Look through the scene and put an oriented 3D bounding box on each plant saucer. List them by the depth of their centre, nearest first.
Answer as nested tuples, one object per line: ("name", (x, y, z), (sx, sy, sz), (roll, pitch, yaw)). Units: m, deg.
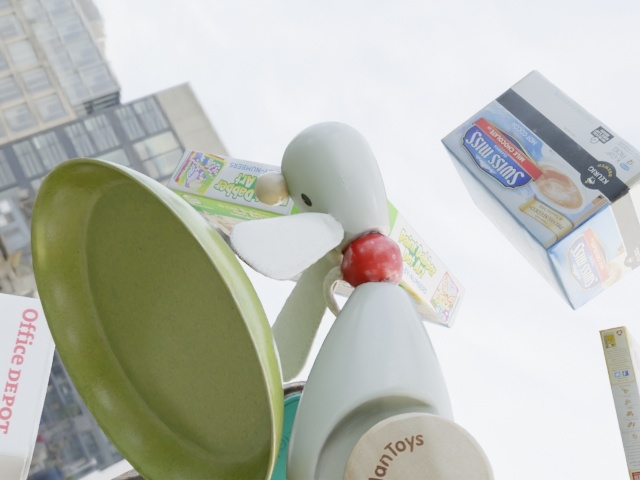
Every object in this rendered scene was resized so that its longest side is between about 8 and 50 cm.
("plant saucer", (-0.102, 0.059, 0.503), (0.241, 0.037, 0.241), (23, -55, 36))

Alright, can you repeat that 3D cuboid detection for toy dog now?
("toy dog", (-0.004, 0.083, 0.537), (0.334, 0.161, 0.220), (-106, -175, -50))

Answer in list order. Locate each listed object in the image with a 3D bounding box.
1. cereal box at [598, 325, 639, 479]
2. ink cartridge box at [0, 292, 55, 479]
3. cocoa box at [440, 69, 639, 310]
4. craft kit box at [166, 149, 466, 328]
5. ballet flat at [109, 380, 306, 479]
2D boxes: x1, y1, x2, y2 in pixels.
("cereal box", (0.493, 0.270, 1.238), (0.173, 0.047, 0.240), (36, 45, -53))
("ink cartridge box", (-0.363, 0.126, 0.692), (0.172, 0.237, 0.100), (-97, -156, -45))
("cocoa box", (0.425, -0.095, 1.452), (0.231, 0.228, 0.347), (50, 5, -47))
("craft kit box", (0.000, 0.000, 0.858), (0.249, 0.061, 0.246), (14, -15, 36))
("ballet flat", (-0.114, 0.221, 0.670), (0.108, 0.316, 0.106), (62, -3, 0))
